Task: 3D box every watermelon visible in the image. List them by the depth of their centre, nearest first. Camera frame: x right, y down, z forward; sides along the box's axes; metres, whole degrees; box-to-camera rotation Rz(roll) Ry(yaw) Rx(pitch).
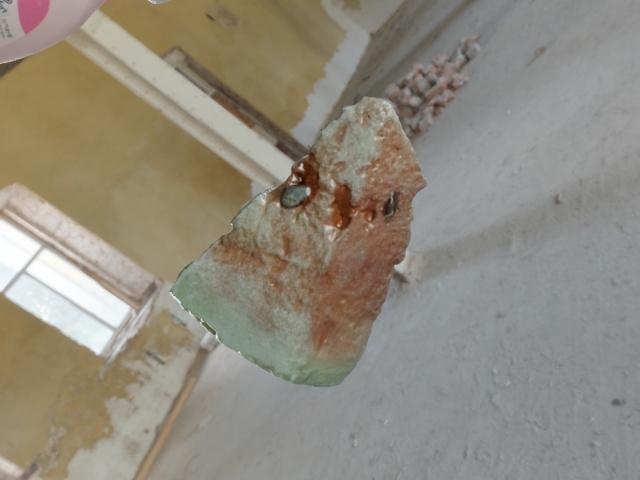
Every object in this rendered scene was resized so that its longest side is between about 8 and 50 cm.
[{"bbox_3d":[0.000,0.000,0.492,0.241,0.154,0.094,-59,-16,13],"label":"watermelon"}]

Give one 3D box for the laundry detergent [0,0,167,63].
[{"bbox_3d":[-0.303,-0.246,0.562,0.335,0.159,0.088,-14,32,-14],"label":"laundry detergent"}]
